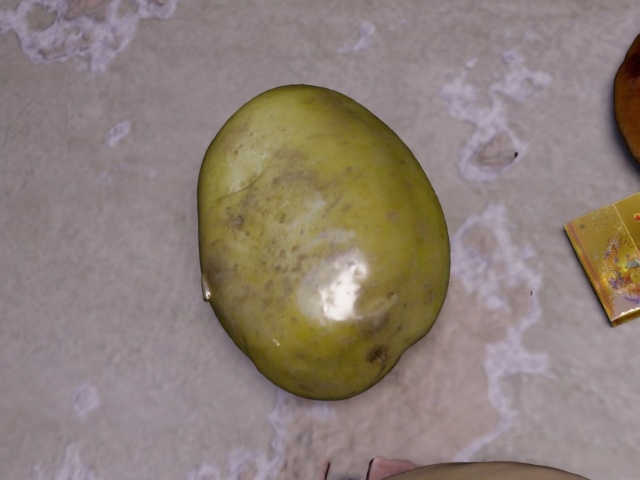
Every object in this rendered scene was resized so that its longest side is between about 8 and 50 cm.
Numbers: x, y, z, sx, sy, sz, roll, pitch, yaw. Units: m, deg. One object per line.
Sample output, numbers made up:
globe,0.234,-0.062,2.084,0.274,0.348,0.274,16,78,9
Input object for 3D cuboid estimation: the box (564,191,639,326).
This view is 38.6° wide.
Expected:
box,0.270,-0.005,0.673,0.156,0.022,0.089,-23,61,10

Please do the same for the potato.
potato,-0.002,0.000,0.702,0.197,0.148,0.228,-37,63,-11

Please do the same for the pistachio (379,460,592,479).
pistachio,0.099,0.209,0.594,0.226,0.136,0.135,-8,68,18

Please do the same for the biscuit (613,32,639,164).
biscuit,0.322,-0.112,0.671,0.212,0.036,0.212,-9,57,14
